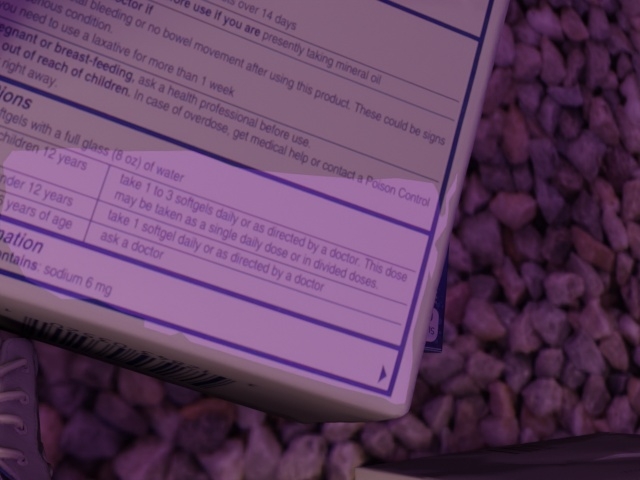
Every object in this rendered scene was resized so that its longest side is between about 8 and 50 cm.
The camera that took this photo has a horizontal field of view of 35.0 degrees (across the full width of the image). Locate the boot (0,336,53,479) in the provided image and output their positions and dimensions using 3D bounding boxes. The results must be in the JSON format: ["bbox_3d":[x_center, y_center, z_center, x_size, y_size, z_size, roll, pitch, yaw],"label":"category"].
[{"bbox_3d":[-0.166,0.098,0.452,0.095,0.258,0.123,0,82,-20],"label":"boot"}]

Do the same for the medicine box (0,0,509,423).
[{"bbox_3d":[-0.061,-0.074,0.559,0.263,0.149,0.289,19,74,-14],"label":"medicine box"}]

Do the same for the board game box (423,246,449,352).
[{"bbox_3d":[0.000,0.000,0.692,0.201,0.035,0.136,11,79,-31],"label":"board game box"}]

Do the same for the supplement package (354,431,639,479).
[{"bbox_3d":[0.187,0.220,0.690,0.261,0.204,0.145,1,84,-32],"label":"supplement package"}]
